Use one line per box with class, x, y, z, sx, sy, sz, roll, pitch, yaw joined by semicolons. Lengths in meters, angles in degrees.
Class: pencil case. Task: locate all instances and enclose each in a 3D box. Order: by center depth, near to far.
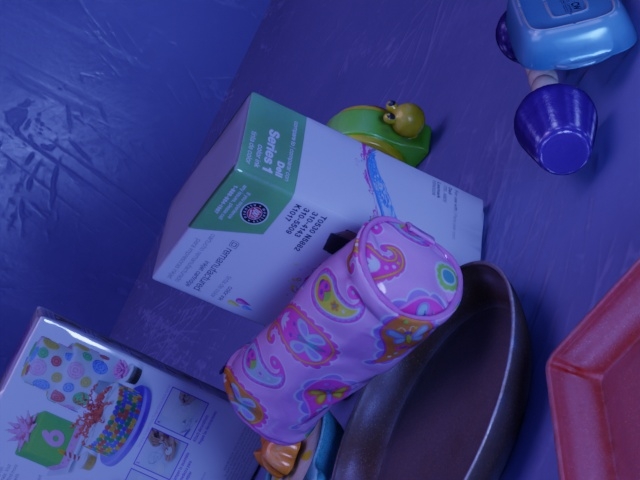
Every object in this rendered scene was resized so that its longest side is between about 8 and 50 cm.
pencil case;0.014;0.090;1.326;0.284;0.124;0.124;-46;23;46

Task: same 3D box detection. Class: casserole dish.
casserole dish;0.235;-0.218;1.323;0.114;0.037;0.188;-13;30;7

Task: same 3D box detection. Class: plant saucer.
plant saucer;0.248;0.089;0.891;0.259;0.048;0.258;-53;18;32
plant saucer;0.101;0.168;1.240;0.310;0.050;0.310;-56;16;25

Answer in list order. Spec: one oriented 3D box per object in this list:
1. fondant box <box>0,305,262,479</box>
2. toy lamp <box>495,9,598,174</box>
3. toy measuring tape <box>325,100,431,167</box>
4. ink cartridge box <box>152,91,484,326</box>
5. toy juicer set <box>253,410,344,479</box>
fondant box;-0.255;0.260;1.720;0.238;0.330;0.096;-63;15;1
toy lamp;0.215;-0.148;1.326;0.080;0.080;0.274;-56;18;26
toy measuring tape;0.026;-0.080;1.766;0.330;0.121;0.121;-46;23;47
ink cartridge box;0.000;0.000;1.415;0.201;0.278;0.117;-49;24;43
toy juicer set;-0.040;0.260;1.472;0.209;0.089;0.329;-54;18;29
